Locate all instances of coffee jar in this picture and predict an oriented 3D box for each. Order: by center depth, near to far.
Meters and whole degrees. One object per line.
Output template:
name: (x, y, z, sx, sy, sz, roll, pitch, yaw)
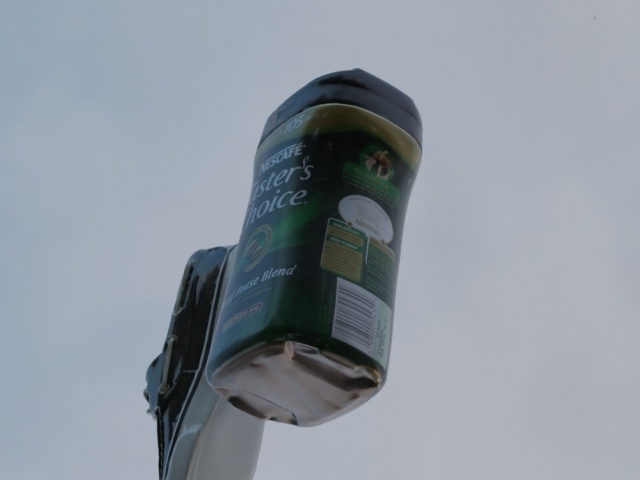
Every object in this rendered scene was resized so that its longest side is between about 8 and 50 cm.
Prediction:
coffee jar: (0.000, 0.000, 0.824, 0.079, 0.184, 0.096, 28, -38, -23)

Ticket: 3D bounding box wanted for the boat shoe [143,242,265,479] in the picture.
boat shoe: (-0.080, 0.104, 1.059, 0.070, 0.078, 0.219, -3, -121, 28)
